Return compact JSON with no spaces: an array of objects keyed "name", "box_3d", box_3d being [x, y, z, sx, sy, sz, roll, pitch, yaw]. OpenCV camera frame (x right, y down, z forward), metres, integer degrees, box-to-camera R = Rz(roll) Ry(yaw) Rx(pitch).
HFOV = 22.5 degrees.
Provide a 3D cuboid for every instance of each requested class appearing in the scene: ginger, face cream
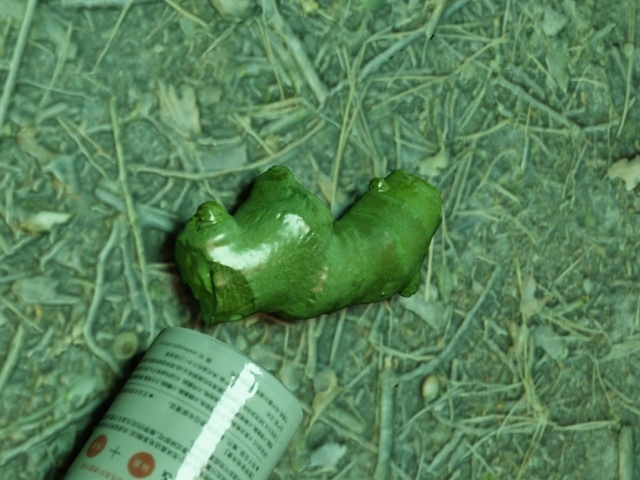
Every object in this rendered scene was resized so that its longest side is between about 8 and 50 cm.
[{"name":"ginger","box_3d":[-0.003,0.001,1.454,0.290,0.089,0.137,-1,74,-33]},{"name":"face cream","box_3d":[-0.166,0.257,1.292,0.145,0.145,0.369,44,66,-26]}]
